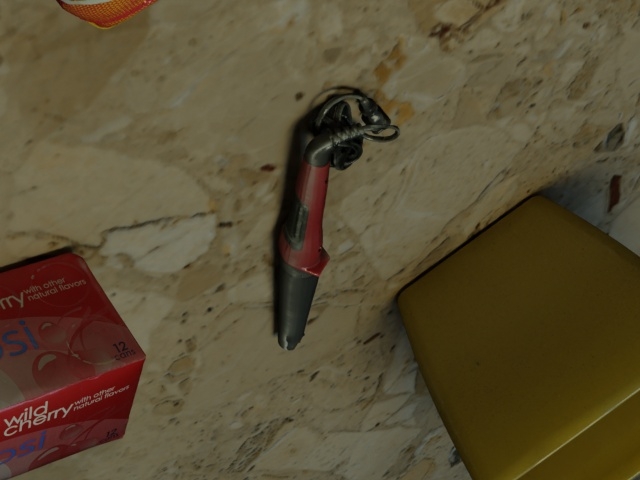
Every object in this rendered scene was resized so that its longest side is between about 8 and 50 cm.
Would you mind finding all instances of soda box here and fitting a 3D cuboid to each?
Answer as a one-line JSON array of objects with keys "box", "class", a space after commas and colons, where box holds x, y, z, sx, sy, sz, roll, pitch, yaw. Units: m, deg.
[{"box": [-0.233, 0.095, 0.866, 0.263, 0.092, 0.083, -19, 148, -31], "class": "soda box"}]

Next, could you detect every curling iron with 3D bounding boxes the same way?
[{"box": [0.000, 0.000, 1.054, 0.068, 0.035, 0.274, -22, 150, -26], "class": "curling iron"}]

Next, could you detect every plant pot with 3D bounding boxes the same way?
[{"box": [0.181, 0.093, 1.252, 0.212, 0.187, 0.212, -35, 154, 0], "class": "plant pot"}]

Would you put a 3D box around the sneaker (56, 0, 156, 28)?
[{"box": [-0.049, -0.162, 0.723, 0.175, 0.064, 0.067, -31, 174, 1], "class": "sneaker"}]
